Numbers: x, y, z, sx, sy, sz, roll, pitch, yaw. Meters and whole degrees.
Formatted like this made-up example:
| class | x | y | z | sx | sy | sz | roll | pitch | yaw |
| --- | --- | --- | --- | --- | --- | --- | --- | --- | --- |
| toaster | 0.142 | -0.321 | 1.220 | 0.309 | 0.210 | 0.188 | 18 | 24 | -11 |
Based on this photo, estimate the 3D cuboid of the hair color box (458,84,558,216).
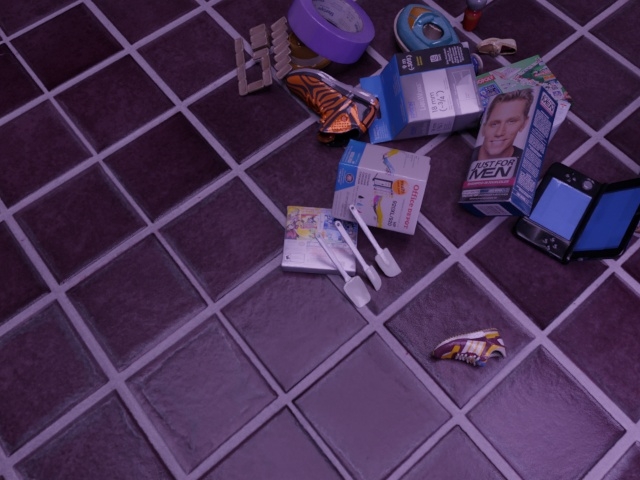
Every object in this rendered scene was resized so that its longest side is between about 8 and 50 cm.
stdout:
| class | x | y | z | sx | sy | sz | roll | pitch | yaw |
| --- | --- | --- | --- | --- | --- | --- | --- | --- | --- |
| hair color box | 0.522 | -0.243 | 1.532 | 0.105 | 0.173 | 0.348 | 29 | 74 | -35 |

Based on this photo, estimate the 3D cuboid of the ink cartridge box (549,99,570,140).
| class | x | y | z | sx | sy | sz | roll | pitch | yaw |
| --- | --- | --- | --- | --- | --- | --- | --- | --- | --- |
| ink cartridge box | 0.666 | -0.300 | 1.615 | 0.045 | 0.145 | 0.179 | 22 | 68 | 10 |

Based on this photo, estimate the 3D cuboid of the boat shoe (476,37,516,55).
| class | x | y | z | sx | sy | sz | roll | pitch | yaw |
| --- | --- | --- | --- | --- | --- | --- | --- | --- | --- |
| boat shoe | 0.586 | -0.638 | 1.821 | 0.135 | 0.050 | 0.045 | -6 | 60 | -3 |

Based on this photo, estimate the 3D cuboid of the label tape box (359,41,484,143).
| class | x | y | z | sx | sy | sz | roll | pitch | yaw |
| --- | --- | --- | --- | --- | --- | --- | --- | --- | --- |
| label tape box | 0.298 | -0.444 | 1.666 | 0.333 | 0.106 | 0.241 | -9 | 73 | 3 |

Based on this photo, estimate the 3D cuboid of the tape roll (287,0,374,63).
| class | x | y | z | sx | sy | sz | roll | pitch | yaw |
| --- | --- | --- | --- | --- | --- | --- | --- | --- | --- |
| tape roll | 0.036 | -0.695 | 1.757 | 0.274 | 0.090 | 0.275 | 18 | 49 | -22 |

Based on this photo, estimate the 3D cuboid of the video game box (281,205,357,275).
| class | x | y | z | sx | sy | sz | roll | pitch | yaw |
| --- | --- | --- | --- | --- | --- | --- | --- | --- | --- |
| video game box | 0.000 | 0.000 | 1.533 | 0.205 | 0.048 | 0.187 | 5 | 68 | 2 |

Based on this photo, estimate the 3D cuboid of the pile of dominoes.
| class | x | y | z | sx | sy | sz | roll | pitch | yaw |
| --- | --- | --- | --- | --- | --- | --- | --- | --- | --- |
| pile of dominoes | -0.181 | -0.597 | 1.799 | 0.195 | 0.040 | 0.251 | -15 | 67 | 17 |

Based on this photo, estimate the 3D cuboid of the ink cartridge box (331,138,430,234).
| class | x | y | z | sx | sy | sz | roll | pitch | yaw |
| --- | --- | --- | --- | --- | --- | --- | --- | --- | --- |
| ink cartridge box | 0.166 | -0.146 | 1.500 | 0.232 | 0.171 | 0.168 | 13 | 33 | 7 |

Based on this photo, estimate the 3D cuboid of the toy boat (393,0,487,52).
| class | x | y | z | sx | sy | sz | roll | pitch | yaw |
| --- | --- | --- | --- | --- | --- | --- | --- | --- | --- |
| toy boat | 0.399 | -0.709 | 1.800 | 0.318 | 0.148 | 0.268 | -28 | 68 | -12 |

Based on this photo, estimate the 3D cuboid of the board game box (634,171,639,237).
| class | x | y | z | sx | sy | sz | roll | pitch | yaw |
| --- | --- | --- | --- | --- | --- | --- | --- | --- | --- |
| board game box | 0.961 | -0.207 | 1.478 | 0.065 | 0.319 | 0.318 | 27 | 69 | 9 |

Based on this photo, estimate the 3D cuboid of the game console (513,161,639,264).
| class | x | y | z | sx | sy | sz | roll | pitch | yaw |
| --- | --- | --- | --- | --- | --- | --- | --- | --- | --- |
| game console | 0.720 | -0.095 | 1.507 | 0.250 | 0.173 | 0.293 | 32 | 69 | 13 |

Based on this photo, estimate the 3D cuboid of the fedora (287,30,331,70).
| class | x | y | z | sx | sy | sz | roll | pitch | yaw |
| --- | --- | --- | --- | --- | --- | --- | --- | --- | --- |
| fedora | -0.047 | -0.644 | 1.809 | 0.194 | 0.079 | 0.195 | 0 | 65 | -1 |

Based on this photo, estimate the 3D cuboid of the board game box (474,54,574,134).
| class | x | y | z | sx | sy | sz | roll | pitch | yaw |
| --- | --- | --- | --- | --- | --- | --- | --- | --- | --- |
| board game box | 0.605 | -0.452 | 1.739 | 0.317 | 0.046 | 0.214 | -21 | 66 | -9 |

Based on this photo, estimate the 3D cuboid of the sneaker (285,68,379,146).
| class | x | y | z | sx | sy | sz | roll | pitch | yaw |
| --- | --- | --- | --- | --- | --- | --- | --- | --- | --- |
| sneaker | 0.004 | -0.401 | 1.676 | 0.321 | 0.124 | 0.180 | 24 | 78 | 22 |

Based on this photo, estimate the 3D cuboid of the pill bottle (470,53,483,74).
| class | x | y | z | sx | sy | sz | roll | pitch | yaw |
| --- | --- | --- | --- | --- | --- | --- | --- | --- | --- |
| pill bottle | 0.457 | -0.547 | 1.770 | 0.120 | 0.067 | 0.067 | -31 | 69 | -13 |

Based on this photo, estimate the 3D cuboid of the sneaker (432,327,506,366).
| class | x | y | z | sx | sy | sz | roll | pitch | yaw |
| --- | --- | --- | --- | --- | --- | --- | --- | --- | --- |
| sneaker | 0.378 | 0.282 | 1.391 | 0.185 | 0.070 | 0.084 | -15 | 61 | -5 |

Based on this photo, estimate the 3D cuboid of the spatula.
| class | x | y | z | sx | sy | sz | roll | pitch | yaw |
| --- | --- | --- | --- | --- | --- | --- | --- | --- | --- |
| spatula | 0.097 | 0.041 | 1.461 | 0.168 | 0.019 | 0.242 | -38 | 107 | -12 |

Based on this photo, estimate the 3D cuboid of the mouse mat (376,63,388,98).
| class | x | y | z | sx | sy | sz | roll | pitch | yaw |
| --- | --- | --- | --- | --- | --- | --- | --- | --- | --- |
| mouse mat | 0.267 | -0.488 | 1.778 | 0.189 | 0.007 | 0.153 | 29 | 69 | 11 |
